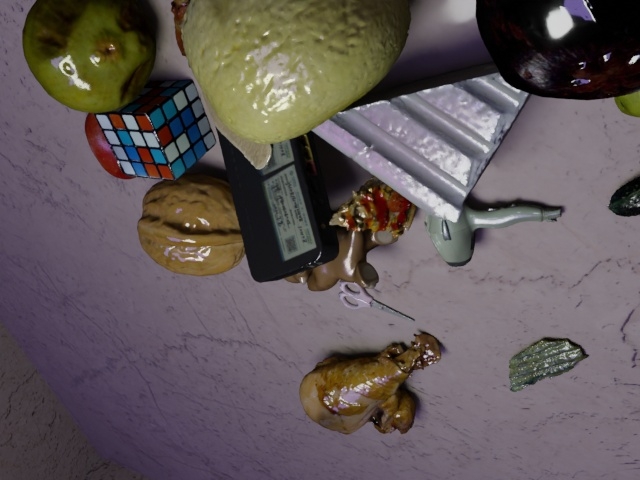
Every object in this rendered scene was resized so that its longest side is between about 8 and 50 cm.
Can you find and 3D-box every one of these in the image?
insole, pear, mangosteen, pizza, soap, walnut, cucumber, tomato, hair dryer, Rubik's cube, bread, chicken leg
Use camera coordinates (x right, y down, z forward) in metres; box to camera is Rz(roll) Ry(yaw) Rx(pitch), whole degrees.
[{"bbox_3d":[-0.163,-0.223,1.183,0.248,0.011,0.081,50,126,29],"label":"insole"},{"bbox_3d":[0.432,-0.199,0.822,0.092,0.092,0.097,40,139,-3],"label":"pear"},{"bbox_3d":[0.303,-0.297,0.679,0.287,0.233,0.288,-1,100,-3],"label":"mangosteen"},{"bbox_3d":[0.105,-0.060,1.105,0.062,0.198,0.188,39,147,40],"label":"pizza"},{"bbox_3d":[0.153,-0.216,0.946,0.302,0.159,0.258,35,129,13],"label":"soap"},{"bbox_3d":[-0.270,-0.033,1.388,0.257,0.257,0.225,13,102,26],"label":"walnut"},{"bbox_3d":[0.508,-0.090,0.885,0.067,0.067,0.245,42,138,-6],"label":"cucumber"},{"bbox_3d":[-0.490,-0.218,1.474,0.174,0.082,0.166,41,141,-8],"label":"tomato"},{"bbox_3d":[0.260,-0.079,1.082,0.224,0.088,0.219,-29,105,34],"label":"hair dryer"},{"bbox_3d":[-0.336,-0.229,1.299,0.155,0.151,0.154,8,131,30],"label":"Rubik's cube"},{"bbox_3d":[-0.030,-0.281,0.899,0.320,0.320,0.237,-23,98,46],"label":"bread"},{"bbox_3d":[0.154,0.355,1.525,0.295,0.182,0.409,39,125,-16],"label":"chicken leg"}]

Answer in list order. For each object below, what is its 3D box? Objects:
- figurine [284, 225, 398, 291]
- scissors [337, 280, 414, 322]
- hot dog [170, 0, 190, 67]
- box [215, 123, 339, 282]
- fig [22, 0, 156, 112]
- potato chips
[{"bbox_3d":[-0.004,0.004,1.261,0.247,0.177,0.173,2,148,50],"label":"figurine"},{"bbox_3d":[0.125,0.145,1.428,0.188,0.015,0.100,21,139,15],"label":"scissors"},{"bbox_3d":[-0.195,-0.375,1.094,0.146,0.103,0.213,10,132,30],"label":"hot dog"},{"bbox_3d":[-0.085,-0.110,1.165,0.211,0.058,0.350,-20,80,44],"label":"box"},{"bbox_3d":[-0.440,-0.363,1.189,0.271,0.239,0.240,20,143,55],"label":"fig"},{"bbox_3d":[0.442,0.251,1.288,0.092,0.028,0.207,42,138,-4],"label":"potato chips"}]
